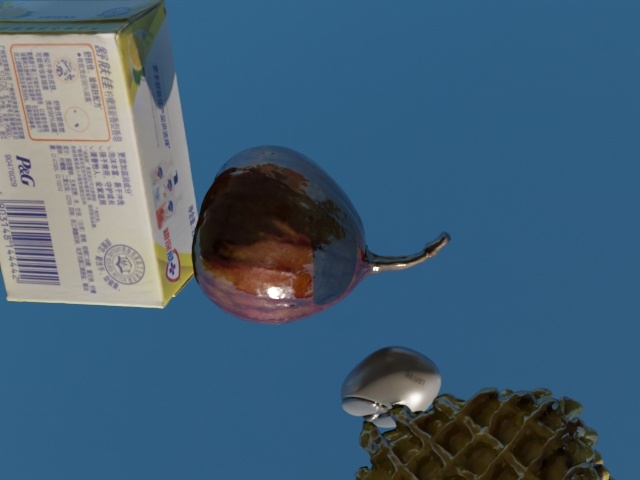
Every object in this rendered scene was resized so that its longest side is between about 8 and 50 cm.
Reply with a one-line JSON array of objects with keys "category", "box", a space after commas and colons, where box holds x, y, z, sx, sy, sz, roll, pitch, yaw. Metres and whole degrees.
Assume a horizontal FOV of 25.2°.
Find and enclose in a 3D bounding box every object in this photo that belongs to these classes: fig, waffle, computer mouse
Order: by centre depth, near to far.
[{"category": "waffle", "box": [0.099, 0.183, 0.929, 0.193, 0.070, 0.197, -24, -142, 21]}, {"category": "computer mouse", "box": [0.054, 0.122, 1.134, 0.066, 0.096, 0.039, 29, -137, -17]}, {"category": "fig", "box": [-0.027, 0.005, 1.209, 0.149, 0.202, 0.148, 17, -102, 53]}]

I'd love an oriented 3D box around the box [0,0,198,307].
[{"category": "box", "box": [-0.211, -0.076, 1.274, 0.168, 0.097, 0.265, 0, -64, 19]}]
